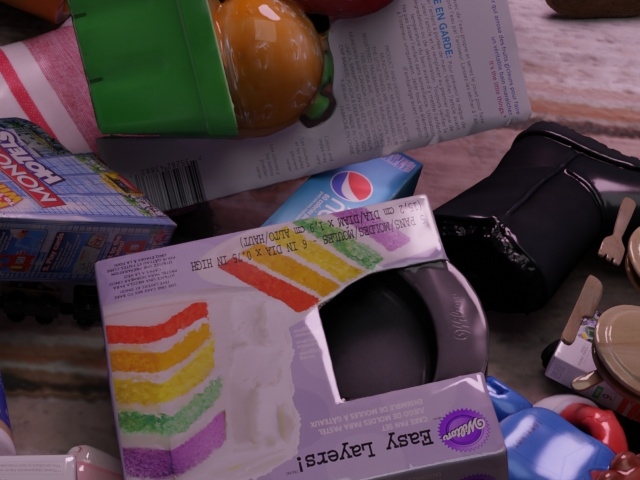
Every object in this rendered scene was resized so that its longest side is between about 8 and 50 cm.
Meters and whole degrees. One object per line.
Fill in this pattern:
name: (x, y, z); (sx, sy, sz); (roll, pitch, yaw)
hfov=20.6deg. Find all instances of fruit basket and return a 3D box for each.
fruit basket: (-0.034, -0.214, 1.419); (0.353, 0.327, 0.165); (-16, 7, -10)

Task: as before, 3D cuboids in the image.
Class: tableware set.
tableware set: (0.256, 0.060, 1.353); (0.128, 0.039, 0.194); (31, 43, 1)

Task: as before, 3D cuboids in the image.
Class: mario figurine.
mario figurine: (0.168, 0.203, 1.267); (0.320, 0.170, 0.198); (27, 81, 27)

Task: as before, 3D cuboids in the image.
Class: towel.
towel: (-0.294, -0.071, 1.451); (0.329, 0.037, 0.237); (-18, 52, -28)

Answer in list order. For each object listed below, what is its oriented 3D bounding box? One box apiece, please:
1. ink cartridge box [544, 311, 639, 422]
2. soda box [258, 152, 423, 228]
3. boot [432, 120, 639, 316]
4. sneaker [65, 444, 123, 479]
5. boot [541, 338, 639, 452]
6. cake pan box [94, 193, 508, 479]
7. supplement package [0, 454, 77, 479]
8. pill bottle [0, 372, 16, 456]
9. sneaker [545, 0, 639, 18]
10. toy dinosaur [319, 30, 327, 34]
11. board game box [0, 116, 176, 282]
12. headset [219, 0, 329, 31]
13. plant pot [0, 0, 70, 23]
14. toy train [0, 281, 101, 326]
ink cartridge box: (0.237, 0.101, 1.360); (0.115, 0.029, 0.063); (27, 51, 8)
soda box: (0.000, 0.000, 1.429); (0.067, 0.071, 0.210); (31, 47, 15)
boot: (0.223, 0.005, 1.462); (0.246, 0.094, 0.207); (25, 41, 21)
sneaker: (-0.187, 0.180, 1.219); (0.134, 0.051, 0.070); (-2, 45, -20)
boot: (0.242, 0.122, 1.393); (0.121, 0.045, 0.099); (-1, 52, -13)
cake pan box: (-0.014, 0.095, 1.233); (0.266, 0.070, 0.246); (-10, 50, -2)
supplement package: (-0.213, 0.266, 1.059); (0.133, 0.139, 0.244); (0, 45, -7)
pill bottle: (-0.281, 0.094, 1.237); (0.112, 0.112, 0.187); (-5, 47, -19)
sneaker: (0.270, -0.260, 1.775); (0.118, 0.042, 0.067); (1, 49, -24)
toy dinosaur: (0.079, -0.203, 1.641); (0.313, 0.121, 0.160); (-22, 38, -7)
board game box: (-0.242, -0.034, 1.308); (0.194, 0.060, 0.194); (39, 26, 25)
headset: (-0.010, -0.311, 1.558); (0.394, 0.185, 0.243); (-14, 34, 24)
plant pot: (-0.278, -0.299, 1.582); (0.188, 0.205, 0.205); (34, 46, -2)
toy train: (-0.226, 0.044, 1.359); (0.158, 0.027, 0.036); (5, 42, -10)
